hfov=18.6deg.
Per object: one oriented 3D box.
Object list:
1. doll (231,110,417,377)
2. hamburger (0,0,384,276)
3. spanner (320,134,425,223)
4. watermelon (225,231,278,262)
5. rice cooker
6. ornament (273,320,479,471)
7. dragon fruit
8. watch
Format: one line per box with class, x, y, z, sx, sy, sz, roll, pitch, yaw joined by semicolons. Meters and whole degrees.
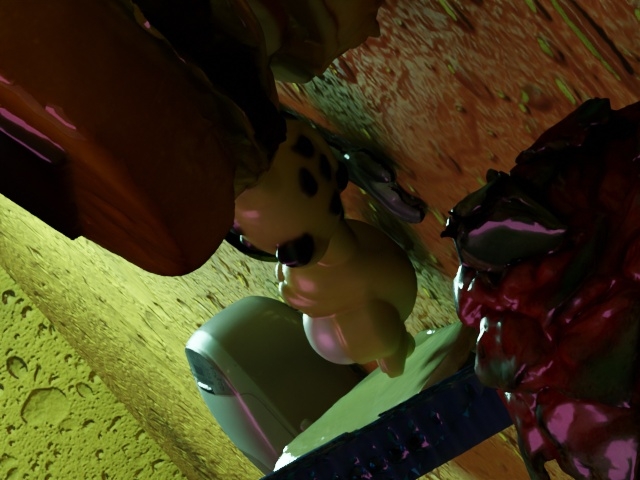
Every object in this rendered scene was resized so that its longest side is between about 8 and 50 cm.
doll;-0.001;0.000;1.267;0.291;0.086;0.117;51;-155;-58
hamburger;-0.110;-0.139;0.909;0.291;0.225;0.291;36;169;8
spanner;-0.033;-0.080;1.323;0.302;0.017;0.071;31;165;44
watermelon;-0.048;-0.028;1.379;0.163;0.069;0.087;41;171;-30
rice cooker;-0.031;0.143;1.776;0.206;0.127;0.145;46;169;-20
ornament;0.052;0.118;1.405;0.059;0.201;0.180;47;-149;-12
dragon fruit;0.147;0.033;0.781;0.188;0.182;0.182;61;171;14
watch;0.074;0.143;1.093;0.276;0.274;0.068;19;149;53
